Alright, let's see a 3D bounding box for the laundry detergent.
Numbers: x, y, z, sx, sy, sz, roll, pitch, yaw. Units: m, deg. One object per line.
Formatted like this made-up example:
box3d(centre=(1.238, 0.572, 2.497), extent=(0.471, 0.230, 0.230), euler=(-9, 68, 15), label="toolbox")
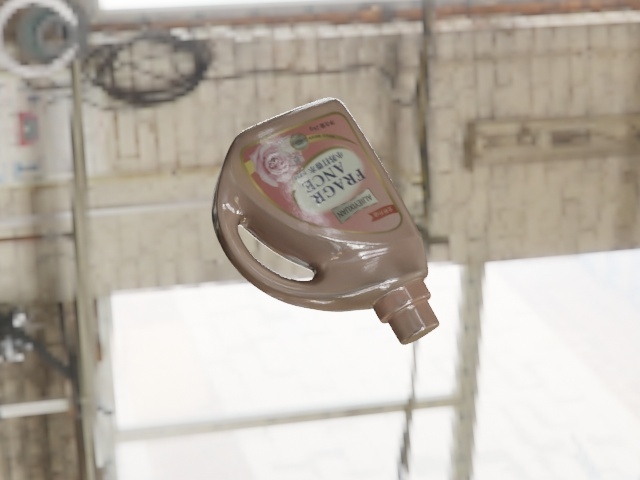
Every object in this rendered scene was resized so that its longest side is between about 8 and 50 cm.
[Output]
box3d(centre=(0.000, 0.000, 1.439), extent=(0.237, 0.171, 0.076), euler=(62, -22, 14), label="laundry detergent")
